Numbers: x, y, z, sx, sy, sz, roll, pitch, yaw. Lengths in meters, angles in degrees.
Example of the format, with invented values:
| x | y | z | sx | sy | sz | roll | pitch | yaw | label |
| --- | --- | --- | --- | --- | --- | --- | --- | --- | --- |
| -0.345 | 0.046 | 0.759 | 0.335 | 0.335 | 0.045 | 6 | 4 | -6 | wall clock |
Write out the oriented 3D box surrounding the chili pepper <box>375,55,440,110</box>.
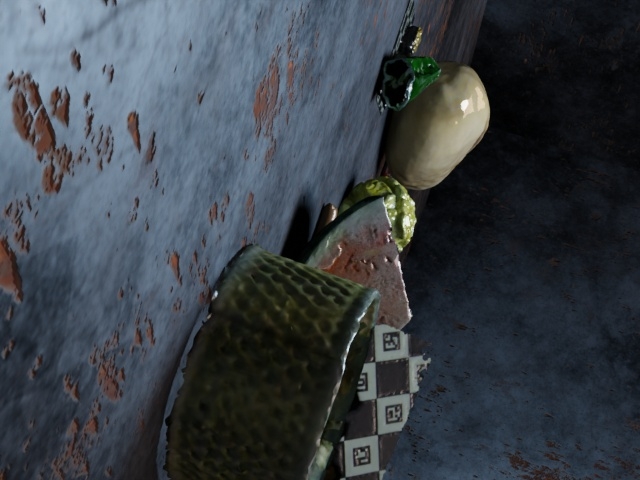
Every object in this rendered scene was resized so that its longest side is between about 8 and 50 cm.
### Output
| x | y | z | sx | sy | sz | roll | pitch | yaw | label |
| --- | --- | --- | --- | --- | --- | --- | --- | --- | --- |
| 0.164 | -0.276 | 1.574 | 0.227 | 0.059 | 0.088 | -29 | 137 | -62 | chili pepper |

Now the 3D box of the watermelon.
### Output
| x | y | z | sx | sy | sz | roll | pitch | yaw | label |
| --- | --- | --- | --- | --- | --- | --- | --- | --- | --- |
| 0.023 | 0.087 | 1.267 | 0.260 | 0.176 | 0.256 | -39 | 155 | -2 | watermelon |

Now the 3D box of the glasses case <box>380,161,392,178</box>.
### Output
| x | y | z | sx | sy | sz | roll | pitch | yaw | label |
| --- | --- | --- | --- | --- | --- | --- | --- | --- | --- |
| 0.164 | -0.151 | 2.004 | 0.073 | 0.049 | 0.194 | 69 | 40 | -77 | glasses case |

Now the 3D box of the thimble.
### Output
| x | y | z | sx | sy | sz | roll | pitch | yaw | label |
| --- | --- | --- | --- | --- | --- | --- | --- | --- | --- |
| -0.044 | 0.150 | 0.985 | 0.271 | 0.150 | 0.270 | 18 | 90 | -81 | thimble |

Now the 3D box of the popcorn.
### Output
| x | y | z | sx | sy | sz | roll | pitch | yaw | label |
| --- | --- | --- | --- | --- | --- | --- | --- | --- | --- |
| 0.103 | -0.041 | 1.577 | 0.162 | 0.141 | 0.135 | 29 | 80 | -42 | popcorn |

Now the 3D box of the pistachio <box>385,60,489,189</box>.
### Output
| x | y | z | sx | sy | sz | roll | pitch | yaw | label |
| --- | --- | --- | --- | --- | --- | --- | --- | --- | --- |
| 0.230 | -0.226 | 1.819 | 0.299 | 0.188 | 0.187 | 104 | 9 | -55 | pistachio |

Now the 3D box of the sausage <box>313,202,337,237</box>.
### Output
| x | y | z | sx | sy | sz | roll | pitch | yaw | label |
| --- | --- | --- | --- | --- | --- | --- | --- | --- | --- |
| 0.000 | 0.000 | 1.371 | 0.026 | 0.026 | 0.116 | 41 | 67 | -81 | sausage |

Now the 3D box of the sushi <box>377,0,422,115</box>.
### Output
| x | y | z | sx | sy | sz | roll | pitch | yaw | label |
| --- | --- | --- | --- | --- | --- | --- | --- | --- | --- |
| 0.148 | -0.321 | 1.610 | 0.139 | 0.031 | 0.201 | 29 | 79 | -81 | sushi |

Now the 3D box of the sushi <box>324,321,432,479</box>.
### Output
| x | y | z | sx | sy | sz | roll | pitch | yaw | label |
| --- | --- | --- | --- | --- | --- | --- | --- | --- | --- |
| -0.012 | 0.221 | 1.198 | 0.050 | 0.264 | 0.290 | 10 | -102 | 66 | sushi |
